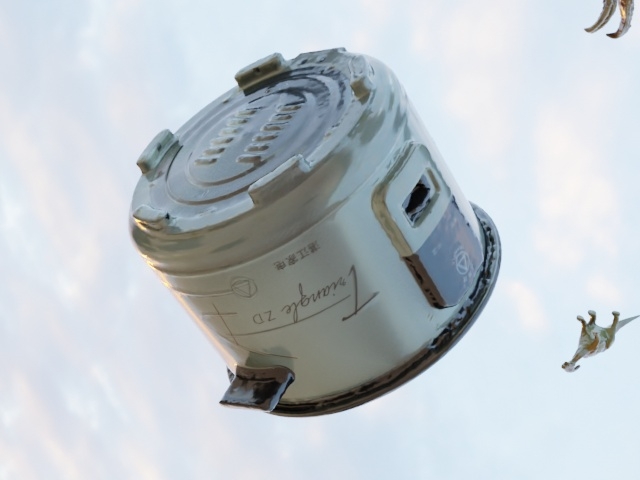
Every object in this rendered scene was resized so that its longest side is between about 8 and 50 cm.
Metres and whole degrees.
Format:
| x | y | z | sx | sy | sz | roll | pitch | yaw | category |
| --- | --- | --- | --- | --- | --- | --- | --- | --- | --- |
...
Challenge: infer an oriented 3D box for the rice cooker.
| x | y | z | sx | sy | sz | roll | pitch | yaw | category |
| --- | --- | --- | --- | --- | --- | --- | --- | --- | --- |
| 0.000 | 0.000 | 0.803 | 0.241 | 0.280 | 0.227 | -3 | -48 | 41 | rice cooker |

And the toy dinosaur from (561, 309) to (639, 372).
| x | y | z | sx | sy | sz | roll | pitch | yaw | category |
| --- | --- | --- | --- | --- | --- | --- | --- | --- | --- |
| 0.233 | 0.073 | 0.884 | 0.026 | 0.113 | 0.041 | 23 | -50 | 38 | toy dinosaur |

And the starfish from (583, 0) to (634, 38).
| x | y | z | sx | sy | sz | roll | pitch | yaw | category |
| --- | --- | --- | --- | --- | --- | --- | --- | --- | --- |
| 0.329 | -0.313 | 1.294 | 0.146 | 0.190 | 0.074 | 46 | -65 | 3 | starfish |
